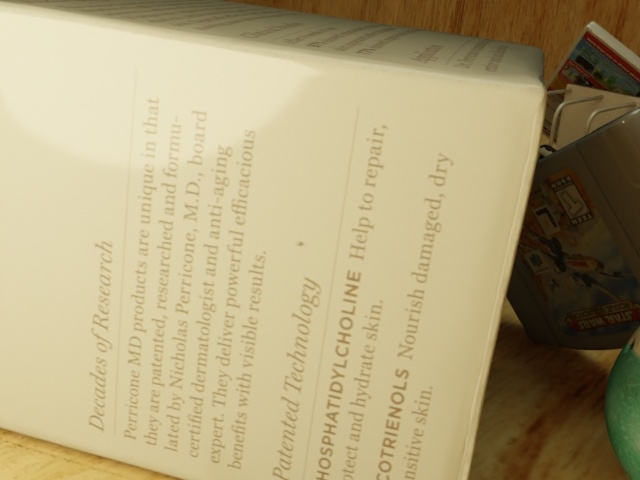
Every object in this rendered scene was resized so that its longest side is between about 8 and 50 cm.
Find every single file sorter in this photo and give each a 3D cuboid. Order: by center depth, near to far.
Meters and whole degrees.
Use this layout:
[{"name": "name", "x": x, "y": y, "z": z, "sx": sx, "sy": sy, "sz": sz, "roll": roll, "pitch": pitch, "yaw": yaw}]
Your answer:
[{"name": "file sorter", "x": 0.498, "y": -0.148, "z": 1.451, "sx": 0.173, "sy": 0.193, "sz": 0.277, "roll": -15, "pitch": 28, "yaw": -41}]

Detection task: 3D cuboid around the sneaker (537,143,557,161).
[{"name": "sneaker", "x": 0.383, "y": -0.074, "z": 1.328, "sx": 0.084, "sy": 0.097, "sz": 0.235, "roll": 32, "pitch": 17, "yaw": -25}]

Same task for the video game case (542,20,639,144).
[{"name": "video game case", "x": 0.521, "y": -0.254, "z": 1.574, "sx": 0.204, "sy": 0.285, "sz": 0.025, "roll": 44, "pitch": 64, "yaw": 11}]

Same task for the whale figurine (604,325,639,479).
[{"name": "whale figurine", "x": 0.339, "y": 0.170, "z": 0.622, "sx": 0.272, "sy": 0.141, "sz": 0.216, "roll": 34, "pitch": 11, "yaw": 7}]

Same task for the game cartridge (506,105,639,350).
[{"name": "game cartridge", "x": 0.256, "y": 0.008, "z": 0.801, "sx": 0.062, "sy": 0.198, "sz": 0.297, "roll": -24, "pitch": -4, "yaw": -22}]

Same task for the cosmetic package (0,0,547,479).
[{"name": "cosmetic package", "x": -0.038, "y": -0.018, "z": 0.699, "sx": 0.393, "sy": 0.328, "sz": 0.329, "roll": 12, "pitch": 19, "yaw": 12}]
